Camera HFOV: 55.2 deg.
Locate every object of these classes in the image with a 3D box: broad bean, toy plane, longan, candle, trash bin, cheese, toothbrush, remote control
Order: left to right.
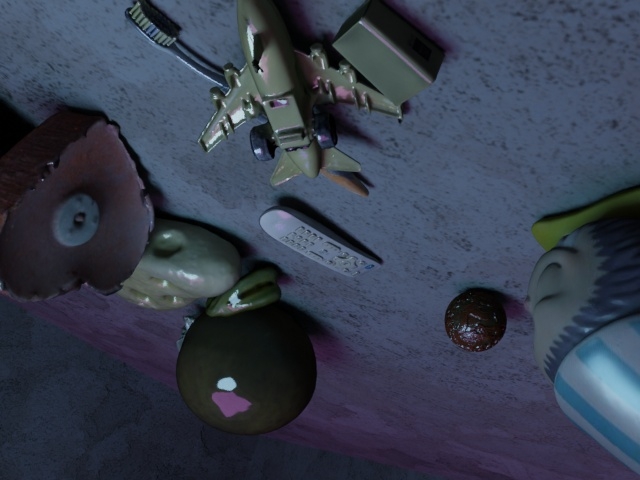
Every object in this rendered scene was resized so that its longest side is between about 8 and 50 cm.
[{"bbox_3d":[-0.398,-0.056,0.937,0.131,0.287,0.317,17,-167,19],"label":"candle"},{"bbox_3d":[-0.301,0.068,1.247,0.350,0.130,0.328,16,152,14],"label":"cheese"},{"bbox_3d":[-0.160,0.112,1.241,0.206,0.153,0.072,-25,84,52],"label":"broad bean"},{"bbox_3d":[-0.159,0.281,1.368,0.318,0.319,0.319,17,154,9],"label":"longan"},{"bbox_3d":[-0.073,-0.158,0.753,0.375,0.028,0.037,36,143,-27],"label":"toothbrush"},{"bbox_3d":[-0.037,-0.152,0.659,0.241,0.104,0.256,-7,149,13],"label":"toy plane"},{"bbox_3d":[0.000,0.000,0.993,0.229,0.044,0.073,28,139,-32],"label":"remote control"},{"bbox_3d":[0.063,-0.181,0.590,0.092,0.043,0.061,33,152,-21],"label":"trash bin"}]

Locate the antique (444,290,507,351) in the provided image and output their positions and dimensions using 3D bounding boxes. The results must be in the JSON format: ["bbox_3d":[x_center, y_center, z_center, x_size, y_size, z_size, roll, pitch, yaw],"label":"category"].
[{"bbox_3d":[0.251,0.131,0.991,0.104,0.104,0.104,17,154,9],"label":"antique"}]

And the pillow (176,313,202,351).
[{"bbox_3d":[-0.245,0.305,1.658,0.309,0.138,0.283,25,154,-1],"label":"pillow"}]

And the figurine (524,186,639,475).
[{"bbox_3d":[0.382,0.167,0.648,0.361,0.378,0.266,26,154,-7],"label":"figurine"}]

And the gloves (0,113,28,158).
[{"bbox_3d":[-0.550,-0.119,1.038,0.197,0.152,0.301,17,130,23],"label":"gloves"}]
